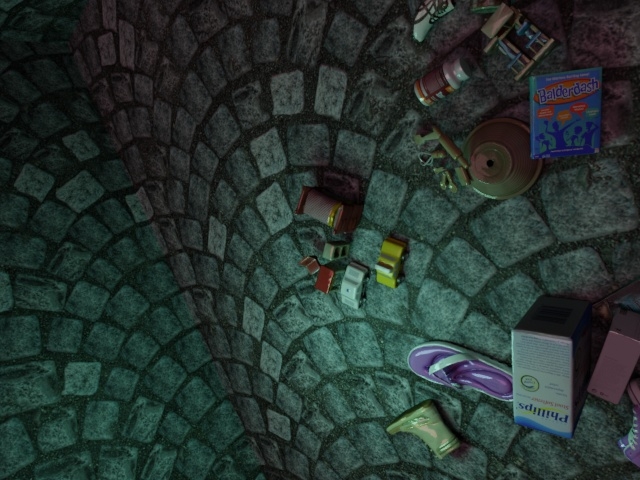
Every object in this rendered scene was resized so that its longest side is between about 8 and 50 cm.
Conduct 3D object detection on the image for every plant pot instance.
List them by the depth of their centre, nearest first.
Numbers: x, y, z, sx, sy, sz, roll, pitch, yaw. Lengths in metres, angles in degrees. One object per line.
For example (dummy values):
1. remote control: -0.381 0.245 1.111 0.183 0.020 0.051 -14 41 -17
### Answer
1. plant pot: 0.502 -0.228 1.293 0.237 0.110 0.237 14 113 37

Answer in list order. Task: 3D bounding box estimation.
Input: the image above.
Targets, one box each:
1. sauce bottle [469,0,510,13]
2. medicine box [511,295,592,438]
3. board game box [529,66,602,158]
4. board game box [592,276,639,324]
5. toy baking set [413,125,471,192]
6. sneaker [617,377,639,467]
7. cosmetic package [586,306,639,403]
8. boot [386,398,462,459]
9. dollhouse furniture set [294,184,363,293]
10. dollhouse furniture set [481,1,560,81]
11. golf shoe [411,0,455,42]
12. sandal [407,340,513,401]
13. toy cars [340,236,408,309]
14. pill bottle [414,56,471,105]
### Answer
1. sauce bottle: 0.444 -0.773 1.152 0.111 0.111 0.344 13 111 36
2. medicine box: 0.649 0.338 1.262 0.149 0.263 0.289 3 107 39
3. board game box: 0.624 -0.323 1.160 0.160 0.047 0.210 -4 104 15
4. board game box: 0.848 0.172 1.200 0.126 0.026 0.186 51 130 13
5. toy baking set: 0.363 -0.251 1.386 0.256 0.030 0.197 59 165 17
6. sneaker: 0.881 0.521 1.247 0.161 0.102 0.282 -32 84 45
7. cosmetic package: 0.792 0.308 1.206 0.085 0.117 0.231 21 131 32
8. boot: 0.391 0.746 1.737 0.203 0.095 0.262 52 126 12
9. dollhouse furniture set: 0.000 0.000 1.716 0.201 0.152 0.374 26 109 30
10. dollhouse furniture set: 0.492 -0.498 1.156 0.129 0.184 0.129 51 130 14
11. golf shoe: 0.332 -0.664 1.304 0.094 0.077 0.198 37 126 24
12. sandal: 0.474 0.451 1.555 0.416 0.102 0.169 1 106 40
13. toy cars: 0.182 0.138 1.700 0.394 0.087 0.176 -39 79 41
14. pill bottle: 0.361 -0.471 1.339 0.152 0.086 0.086 -24 89 43
